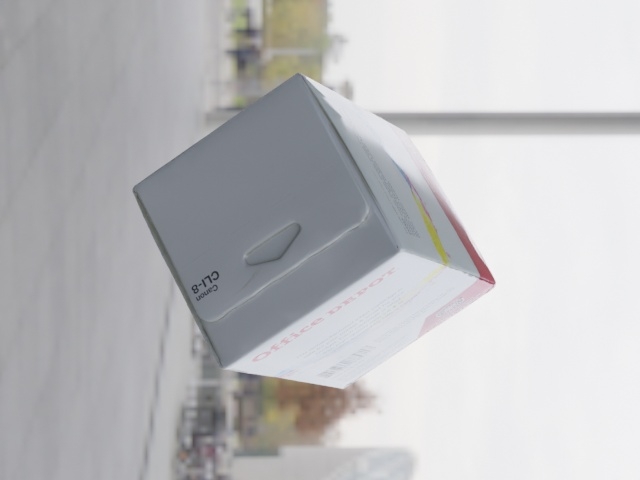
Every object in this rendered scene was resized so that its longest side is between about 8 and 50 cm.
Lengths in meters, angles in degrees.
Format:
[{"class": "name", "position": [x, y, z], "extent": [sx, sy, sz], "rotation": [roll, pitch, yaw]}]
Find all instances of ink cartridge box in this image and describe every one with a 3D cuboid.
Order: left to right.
[{"class": "ink cartridge box", "position": [0.000, 0.000, 1.002], "extent": [0.127, 0.128, 0.176], "rotation": [61, 15, 18]}]
